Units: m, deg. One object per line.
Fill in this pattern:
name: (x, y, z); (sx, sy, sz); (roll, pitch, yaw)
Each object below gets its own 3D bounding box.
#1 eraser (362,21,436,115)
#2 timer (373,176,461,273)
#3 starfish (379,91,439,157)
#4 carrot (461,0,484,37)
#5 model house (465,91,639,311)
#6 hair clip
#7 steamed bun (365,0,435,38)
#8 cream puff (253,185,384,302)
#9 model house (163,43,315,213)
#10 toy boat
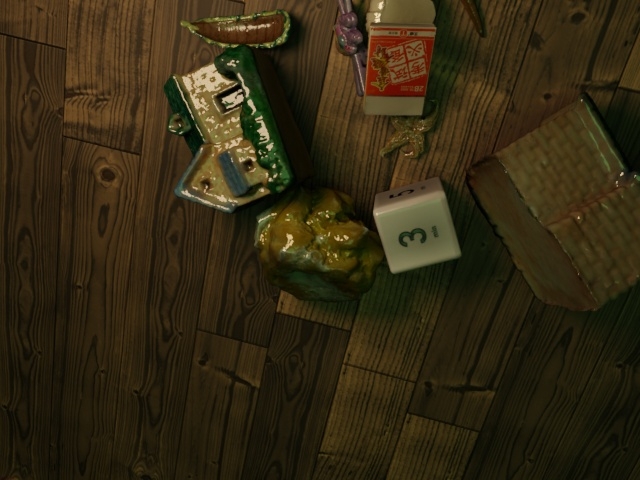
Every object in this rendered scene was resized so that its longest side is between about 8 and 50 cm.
eraser: (0.191, -0.421, 1.383); (0.157, 0.038, 0.230); (0, 130, -3)
timer: (0.264, -0.044, 1.530); (0.194, 0.194, 0.193); (-15, 107, 13)
starfish: (0.240, -0.304, 1.517); (0.209, 0.053, 0.150); (-41, 95, 21)
carrot: (0.360, -0.627, 1.389); (0.049, 0.049, 0.255); (-23, 109, 16)
model house: (0.660, -0.108, 1.393); (0.399, 0.395, 0.446); (-32, 85, 2)
hair clip: (0.095, -0.494, 1.437); (0.090, 0.137, 0.279); (-31, 108, -8)
steamed bun: (0.197, -0.550, 1.396); (0.182, 0.106, 0.183); (-5, 111, -12)
cream puff: (0.000, 0.000, 1.555); (0.377, 0.276, 0.378); (11, 152, 6)
model house: (-0.246, -0.269, 1.461); (0.342, 0.334, 0.382); (-19, 96, 13)
toy boat: (-0.213, -0.552, 1.465); (0.292, 0.099, 0.109); (2, 81, 6)
